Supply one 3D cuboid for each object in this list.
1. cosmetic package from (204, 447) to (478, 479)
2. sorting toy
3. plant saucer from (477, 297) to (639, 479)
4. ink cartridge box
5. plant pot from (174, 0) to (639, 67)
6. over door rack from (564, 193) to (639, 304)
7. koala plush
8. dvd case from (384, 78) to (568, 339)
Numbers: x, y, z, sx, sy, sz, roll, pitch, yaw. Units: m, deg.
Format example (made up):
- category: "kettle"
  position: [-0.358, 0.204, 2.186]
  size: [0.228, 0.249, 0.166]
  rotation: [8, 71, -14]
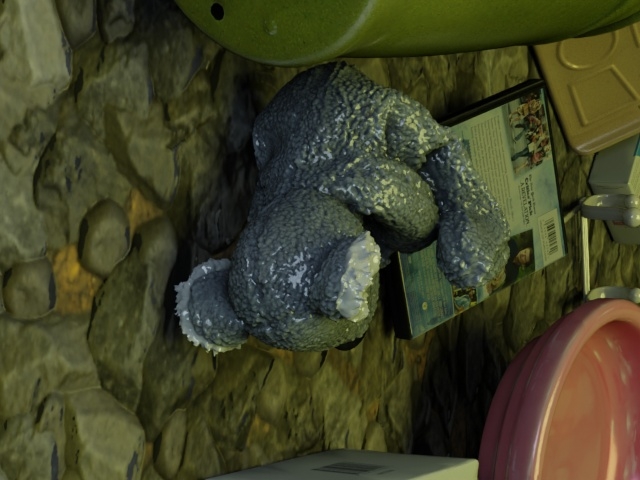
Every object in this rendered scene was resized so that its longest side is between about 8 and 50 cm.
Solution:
- category: "cosmetic package"
  position: [0.017, 0.290, 1.417]
  size: [0.224, 0.138, 0.224]
  rotation: [0, 91, -61]
- category: "sorting toy"
  position: [0.329, -0.207, 1.924]
  size: [0.038, 0.193, 0.208]
  rotation: [-110, 174, -50]
- category: "plant saucer"
  position: [0.243, 0.218, 1.734]
  size: [0.332, 0.084, 0.332]
  rotation: [-14, 107, -55]
- category: "ink cartridge box"
  position: [0.361, -0.064, 2.099]
  size: [0.122, 0.052, 0.088]
  rotation: [59, 43, -47]
- category: "plant pot"
  position: [0.063, -0.278, 1.286]
  size: [0.353, 0.366, 0.366]
  rotation: [-28, 117, -45]
- category: "over door rack"
  position: [0.279, 0.089, 1.908]
  size: [0.324, 0.108, 0.239]
  rotation: [-19, 108, -59]
- category: "koala plush"
  position: [0.000, 0.000, 1.332]
  size: [0.221, 0.196, 0.203]
  rotation: [-54, 125, -45]
- category: "dvd case"
  position: [0.141, -0.034, 1.670]
  size: [0.253, 0.022, 0.180]
  rotation: [-24, 111, -43]
